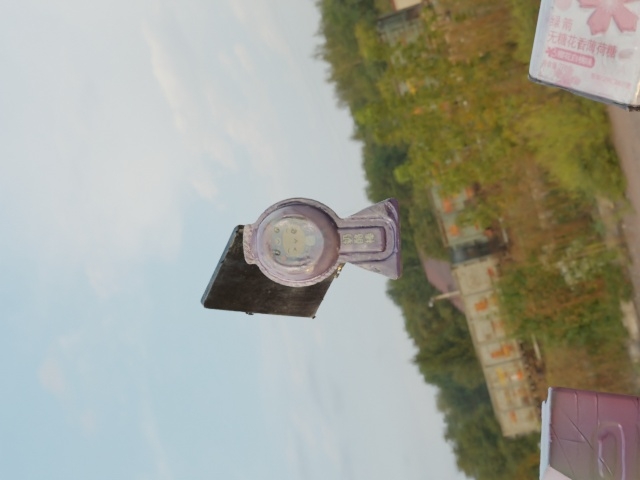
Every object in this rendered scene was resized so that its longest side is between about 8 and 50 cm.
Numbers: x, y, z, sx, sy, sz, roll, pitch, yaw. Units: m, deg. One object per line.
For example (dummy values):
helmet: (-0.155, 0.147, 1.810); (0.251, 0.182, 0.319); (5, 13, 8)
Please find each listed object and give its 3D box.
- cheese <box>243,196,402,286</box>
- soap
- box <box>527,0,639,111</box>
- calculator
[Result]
cheese: (0.000, 0.000, 1.006); (0.042, 0.190, 0.105); (-1, -93, -77)
soap: (0.499, 0.341, 1.302); (0.109, 0.323, 0.193); (83, -165, -62)
box: (0.412, -0.374, 1.184); (0.112, 0.190, 0.370); (-32, -43, -42)
calculator: (-0.074, 0.058, 1.466); (0.261, 0.161, 0.021); (12, -157, -43)
